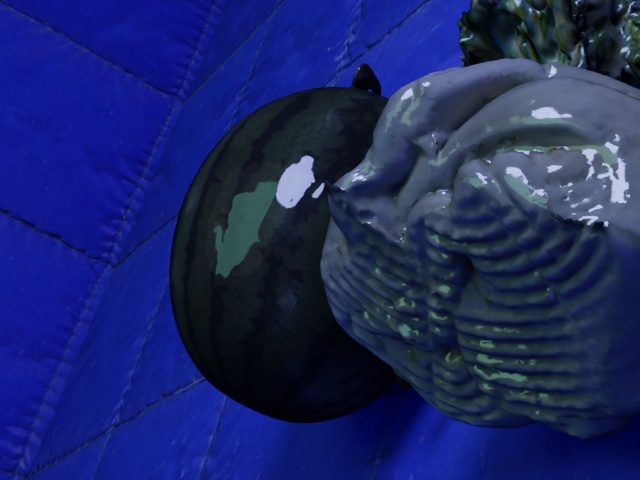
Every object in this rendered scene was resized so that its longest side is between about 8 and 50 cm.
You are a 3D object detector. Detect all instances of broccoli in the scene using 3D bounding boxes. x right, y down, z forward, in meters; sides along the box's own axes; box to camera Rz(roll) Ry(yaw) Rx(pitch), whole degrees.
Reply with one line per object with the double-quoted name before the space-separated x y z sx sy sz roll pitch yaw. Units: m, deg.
"broccoli" 0.227 -0.104 1.037 0.199 0.177 0.274 -19 67 36

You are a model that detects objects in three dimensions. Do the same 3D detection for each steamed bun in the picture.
"steamed bun" 0.161 -0.003 0.878 0.206 0.275 0.320 -37 33 -32

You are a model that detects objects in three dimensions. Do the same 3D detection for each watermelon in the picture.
"watermelon" 0.000 0.000 1.218 0.279 0.279 0.359 -24 40 61

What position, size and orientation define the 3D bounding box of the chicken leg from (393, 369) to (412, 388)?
"chicken leg" 0.140 0.042 1.109 0.219 0.090 0.048 -67 -23 -15
